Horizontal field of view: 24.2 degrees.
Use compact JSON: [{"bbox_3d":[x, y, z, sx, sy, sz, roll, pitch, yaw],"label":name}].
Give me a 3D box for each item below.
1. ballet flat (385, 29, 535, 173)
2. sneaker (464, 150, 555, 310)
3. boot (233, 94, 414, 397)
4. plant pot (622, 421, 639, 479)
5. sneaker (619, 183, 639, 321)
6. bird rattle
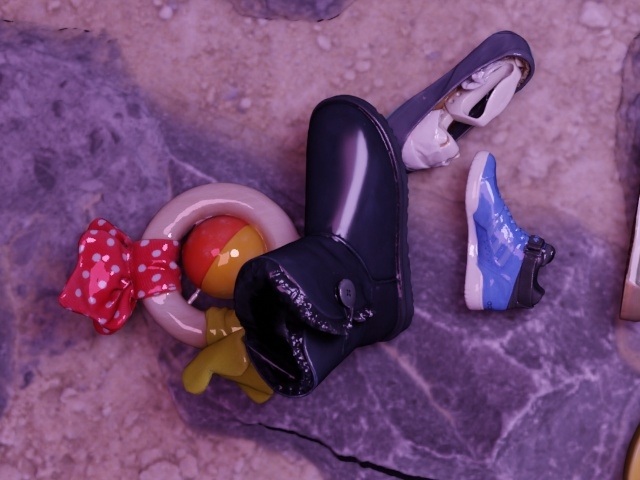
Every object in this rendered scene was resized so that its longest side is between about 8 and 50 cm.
[{"bbox_3d":[0.124,-0.119,1.415,0.203,0.074,0.074,-41,81,2],"label":"ballet flat"},{"bbox_3d":[0.181,-0.009,1.409,0.084,0.058,0.152,1,91,15],"label":"sneaker"},{"bbox_3d":[0.000,0.000,1.342,0.094,0.207,0.246,-5,99,30],"label":"boot"},{"bbox_3d":[0.391,0.225,1.271,0.254,0.239,0.254,0,87,8],"label":"plant pot"},{"bbox_3d":[0.334,-0.014,1.381,0.086,0.064,0.192,10,90,10],"label":"sneaker"},{"bbox_3d":[-0.116,0.039,1.449,0.253,0.143,0.207,35,81,22],"label":"bird rattle"}]
